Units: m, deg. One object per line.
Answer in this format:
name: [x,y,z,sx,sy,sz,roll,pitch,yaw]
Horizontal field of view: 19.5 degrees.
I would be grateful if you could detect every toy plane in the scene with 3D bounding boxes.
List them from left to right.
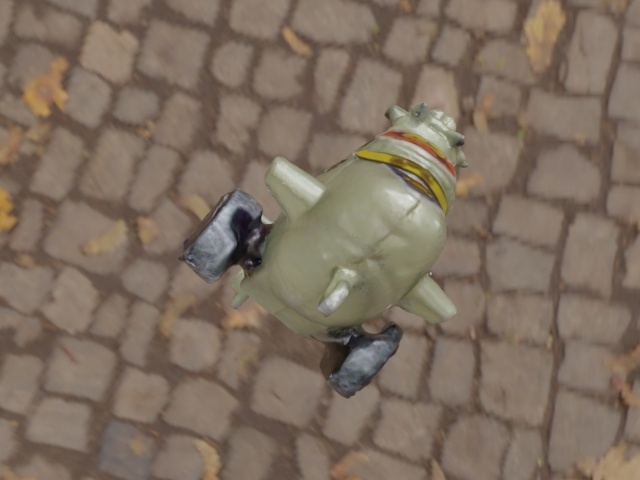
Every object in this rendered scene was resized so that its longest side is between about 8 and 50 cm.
toy plane: [0.000,0.000,0.770,0.092,0.286,0.108,39,74,-6]
